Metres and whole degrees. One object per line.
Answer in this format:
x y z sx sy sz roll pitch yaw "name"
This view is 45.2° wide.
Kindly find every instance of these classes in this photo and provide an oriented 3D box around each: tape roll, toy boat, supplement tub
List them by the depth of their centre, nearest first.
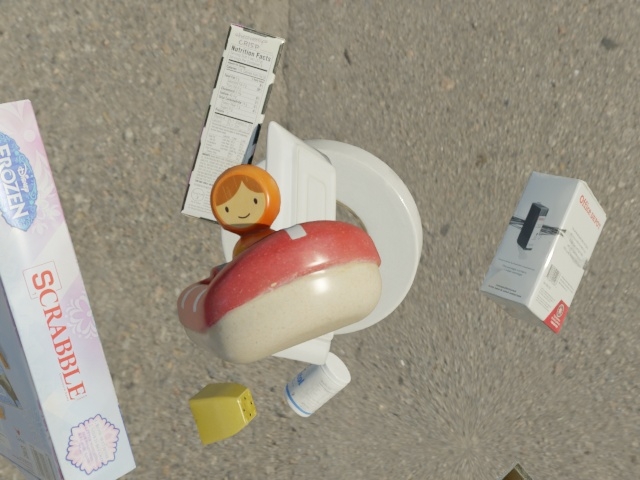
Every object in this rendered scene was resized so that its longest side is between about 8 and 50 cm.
-0.048 0.010 0.640 0.151 0.231 0.151 -19 93 -19 "toy boat"
-0.008 0.255 1.359 0.107 0.071 0.071 -43 71 16 "supplement tub"
0.000 0.000 1.482 0.392 0.072 0.392 6 115 13 "tape roll"

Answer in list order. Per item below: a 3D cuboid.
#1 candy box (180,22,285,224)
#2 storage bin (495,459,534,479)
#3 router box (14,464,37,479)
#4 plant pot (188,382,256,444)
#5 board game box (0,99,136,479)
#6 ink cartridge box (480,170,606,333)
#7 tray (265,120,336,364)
-0.114 -0.144 0.974 0.071 0.159 0.233 16 96 -10 "candy box"
0.343 0.558 1.325 0.260 0.262 0.123 49 118 19 "storage bin"
-0.361 0.445 1.251 0.082 0.301 0.335 -43 27 -25 "router box"
-0.157 0.283 1.288 0.083 0.081 0.081 -15 96 20 "plant pot"
-0.312 0.047 0.715 0.319 0.066 0.318 3 109 48 "board game box"
0.456 0.024 1.559 0.114 0.197 0.273 20 81 39 "ink cartridge box"
-0.018 0.005 0.907 0.030 0.145 0.270 -7 73 30 "tray"
